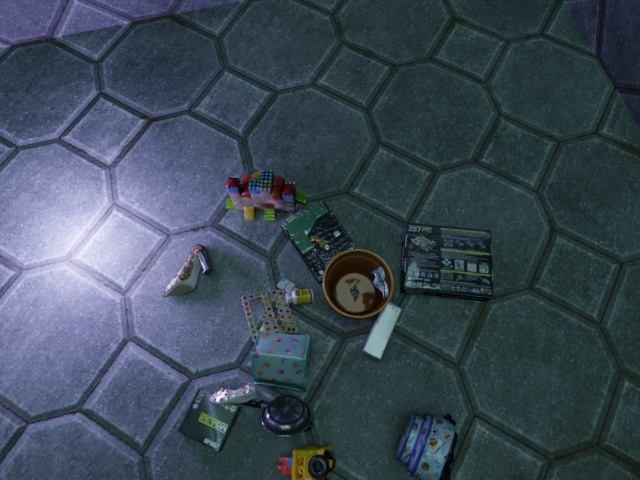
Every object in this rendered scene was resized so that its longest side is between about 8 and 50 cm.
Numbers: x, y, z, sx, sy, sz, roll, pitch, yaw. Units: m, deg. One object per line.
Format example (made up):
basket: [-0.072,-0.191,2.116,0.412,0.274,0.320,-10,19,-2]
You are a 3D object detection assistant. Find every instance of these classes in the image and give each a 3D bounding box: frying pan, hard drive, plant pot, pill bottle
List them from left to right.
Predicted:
frying pan: [-0.178,0.658,1.766,0.197,0.053,0.326,-21,35,-40]
pill bottle: [-0.091,0.247,1.924,0.116,0.065,0.065,-5,70,-14]
hard drive: [0.000,0.000,2.025,0.236,0.064,0.339,-32,74,-11]
plant pot: [0.154,0.203,1.879,0.290,0.203,0.291,0,71,0]

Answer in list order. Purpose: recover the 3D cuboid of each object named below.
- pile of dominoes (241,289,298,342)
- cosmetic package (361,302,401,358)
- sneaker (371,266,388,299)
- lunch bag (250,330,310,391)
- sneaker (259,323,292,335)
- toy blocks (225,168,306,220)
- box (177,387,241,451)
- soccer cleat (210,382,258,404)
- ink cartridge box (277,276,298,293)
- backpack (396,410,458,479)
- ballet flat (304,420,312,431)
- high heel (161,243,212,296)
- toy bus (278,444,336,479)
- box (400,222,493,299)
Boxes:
pile of dominoes: [-0.218,0.308,1.880,0.195,0.040,0.251,-13,53,-15]
cosmetic package: [0.256,0.384,1.862,0.085,0.117,0.231,26,71,9]
sneaker: [0.238,0.176,1.762,0.058,0.052,0.135,-13,63,5]
lunch bag: [-0.155,0.505,1.758,0.223,0.263,0.160,6,33,3]
sneaker: [-0.165,0.403,1.873,0.208,0.081,0.094,14,65,3]
toy blocks: [-0.259,-0.227,2.000,0.381,0.261,0.191,3,70,1]
box: [-0.446,0.719,1.775,0.190,0.045,0.184,23,69,8]
soccer cleat: [-0.342,0.626,1.759,0.196,0.076,0.068,-15,33,8]
ink cartridge box: [-0.146,0.207,1.963,0.083,0.028,0.048,31,60,10]
backpack: [0.403,0.767,1.647,0.213,0.263,0.277,18,72,6]
ballet flat: [-0.130,0.717,1.765,0.203,0.074,0.074,12,71,4]
high heel: [-0.612,0.134,1.982,0.261,0.093,0.186,-32,51,2]
toy bus: [-0.057,0.894,1.673,0.211,0.149,0.221,-3,72,13]
box: [0.564,0.094,1.978,0.394,0.097,0.319,5,72,1]
